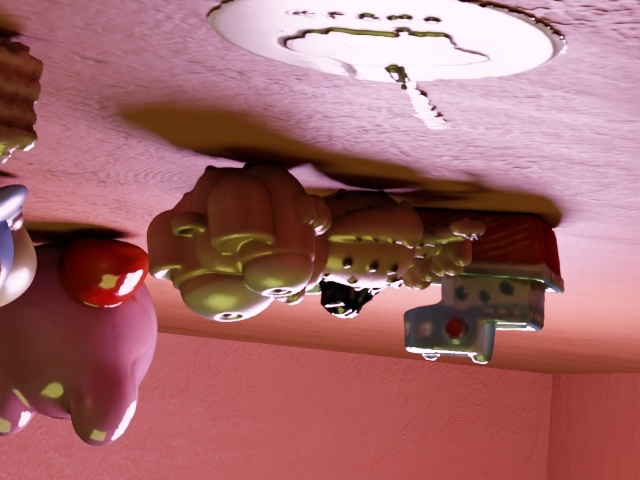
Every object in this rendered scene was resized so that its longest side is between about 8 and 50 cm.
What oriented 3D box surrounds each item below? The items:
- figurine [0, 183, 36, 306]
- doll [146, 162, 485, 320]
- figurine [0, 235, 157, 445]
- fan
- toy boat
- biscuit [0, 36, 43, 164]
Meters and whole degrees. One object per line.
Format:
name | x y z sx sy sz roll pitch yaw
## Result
figurine | -0.362 0.016 1.545 0.180 0.154 0.262 -5 171 -9
doll | 0.000 0.001 1.335 0.278 0.119 0.154 2 161 -27
figurine | -0.303 0.092 1.964 0.270 0.261 0.211 2 -160 16
fan | 0.047 -0.095 0.935 0.191 0.009 0.329 3 172 10
toy boat | 0.056 0.042 1.528 0.332 0.133 0.145 3 174 17
biscuit | -0.360 -0.081 1.035 0.426 0.078 0.144 -1 171 40
